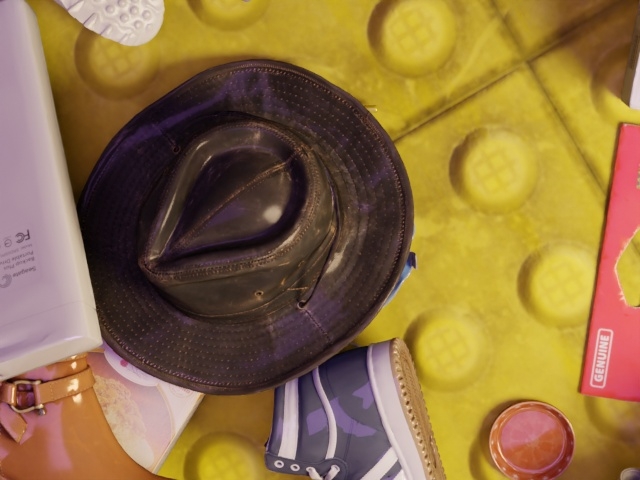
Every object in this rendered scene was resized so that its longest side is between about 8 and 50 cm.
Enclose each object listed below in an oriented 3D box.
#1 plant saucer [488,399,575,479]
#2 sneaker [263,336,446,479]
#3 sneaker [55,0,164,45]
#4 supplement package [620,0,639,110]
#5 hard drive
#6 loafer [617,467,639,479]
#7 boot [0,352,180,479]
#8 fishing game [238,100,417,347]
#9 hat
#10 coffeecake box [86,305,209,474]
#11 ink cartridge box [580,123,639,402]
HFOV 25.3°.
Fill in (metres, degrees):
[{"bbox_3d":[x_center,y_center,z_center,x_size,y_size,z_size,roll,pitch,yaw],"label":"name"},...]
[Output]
[{"bbox_3d":[0.206,0.196,1.388,0.084,0.013,0.083,1,100,7],"label":"plant saucer"},{"bbox_3d":[0.039,0.240,1.374,0.153,0.099,0.282,-13,99,13],"label":"sneaker"},{"bbox_3d":[-0.247,-0.271,1.340,0.235,0.095,0.090,39,83,-20],"label":"sneaker"},{"bbox_3d":[0.368,-0.155,1.265,0.179,0.105,0.105,10,100,5],"label":"supplement package"},{"bbox_3d":[-0.345,-0.033,1.323,0.233,0.047,0.353,-19,68,10],"label":"hard drive"},{"bbox_3d":[0.306,0.260,1.321,0.111,0.112,0.319,44,110,-9],"label":"loafer"},{"bbox_3d":[-0.228,0.162,1.333,0.284,0.109,0.220,6,94,17],"label":"boot"},{"bbox_3d":[0.000,0.000,1.371,0.189,0.041,0.264,4,100,9],"label":"fishing game"},{"bbox_3d":[-0.082,-0.014,1.292,0.331,0.134,0.331,0,87,7],"label":"hat"},{"bbox_3d":[-0.207,0.167,1.407,0.142,0.068,0.185,32,101,3],"label":"coffeecake box"},{"bbox_3d":[0.381,0.038,1.319,0.239,0.060,0.275,7,100,5],"label":"ink cartridge box"}]
